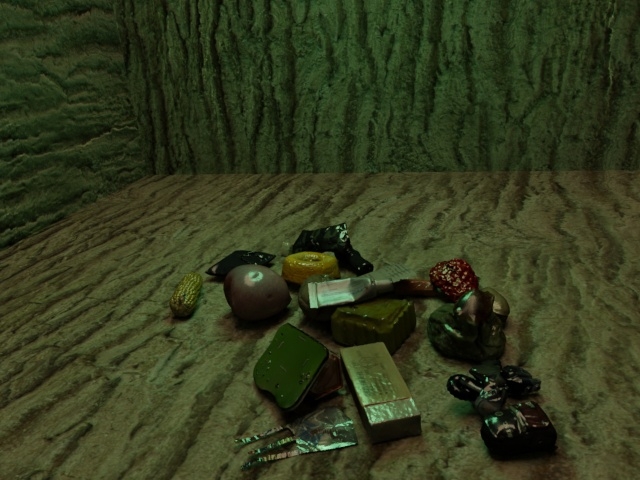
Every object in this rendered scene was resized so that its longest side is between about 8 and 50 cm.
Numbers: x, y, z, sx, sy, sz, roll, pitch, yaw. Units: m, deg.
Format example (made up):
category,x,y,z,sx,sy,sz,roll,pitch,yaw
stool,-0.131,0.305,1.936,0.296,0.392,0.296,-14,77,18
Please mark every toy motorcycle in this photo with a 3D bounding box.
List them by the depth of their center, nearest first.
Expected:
category,x,y,z,sx,sy,sz,roll,pitch,yaw
toy motorcycle,0.472,0.393,1.478,0.271,0.106,0.159,-3,23,-24

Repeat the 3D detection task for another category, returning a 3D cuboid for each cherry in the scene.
category,x,y,z,sx,sy,sz,roll,pitch,yaw
cherry,-0.227,0.181,2.028,0.239,0.206,0.239,-14,13,3

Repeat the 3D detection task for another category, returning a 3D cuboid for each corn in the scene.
category,x,y,z,sx,sy,sz,roll,pitch,yaw
corn,-0.523,0.202,2.187,0.106,0.106,0.293,-6,21,-1

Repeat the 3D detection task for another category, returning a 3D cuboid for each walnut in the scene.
category,x,y,z,sx,sy,sz,roll,pitch,yaw
walnut,0.007,0.200,1.992,0.178,0.178,0.230,-7,17,-4

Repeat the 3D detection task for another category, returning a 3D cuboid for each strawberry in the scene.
category,x,y,z,sx,sy,sz,roll,pitch,yaw
strawberry,0.510,0.138,2.031,0.190,0.111,0.236,10,24,-19

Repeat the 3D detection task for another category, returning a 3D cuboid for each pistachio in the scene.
category,x,y,z,sx,sy,sz,roll,pitch,yaw
pistachio,0.571,0.221,1.870,0.113,0.113,0.149,-10,24,-12

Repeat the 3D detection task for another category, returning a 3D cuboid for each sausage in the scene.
category,x,y,z,sx,sy,sz,roll,pitch,yaw
sausage,0.361,0.177,2.092,0.169,0.065,0.065,0,22,12

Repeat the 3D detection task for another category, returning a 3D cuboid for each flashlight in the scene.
category,x,y,z,sx,sy,sz,roll,pitch,yaw
flashlight,0.143,0.079,2.350,0.093,0.093,0.232,-16,27,-24

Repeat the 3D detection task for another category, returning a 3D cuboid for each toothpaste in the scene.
category,x,y,z,sx,sy,sz,roll,pitch,yaw
toothpaste,0.101,0.163,1.852,0.283,0.068,0.099,-7,15,1

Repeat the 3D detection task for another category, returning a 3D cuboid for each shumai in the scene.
category,x,y,z,sx,sy,sz,roll,pitch,yaw
shumai,0.449,0.232,1.733,0.225,0.221,0.261,-20,21,-26

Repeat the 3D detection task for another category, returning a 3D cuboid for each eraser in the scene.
category,x,y,z,sx,sy,sz,roll,pitch,yaw
eraser,0.158,0.408,1.546,0.144,0.078,0.343,-9,23,-7

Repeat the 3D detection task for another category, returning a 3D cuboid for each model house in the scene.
category,x,y,z,sx,sy,sz,roll,pitch,yaw
model house,-0.048,0.386,1.619,0.207,0.154,0.294,-58,29,-8

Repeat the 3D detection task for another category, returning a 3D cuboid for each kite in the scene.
category,x,y,z,sx,sy,sz,roll,pitch,yaw
kite,-0.064,0.504,1.447,0.310,0.015,0.169,-8,22,-13

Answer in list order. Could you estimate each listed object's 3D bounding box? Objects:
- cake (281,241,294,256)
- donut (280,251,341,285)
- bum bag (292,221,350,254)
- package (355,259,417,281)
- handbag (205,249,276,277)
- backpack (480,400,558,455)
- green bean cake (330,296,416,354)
category,x,y,z,sx,sy,sz,roll,pitch,yaw
cake,-0.127,0.030,2.582,0.052,0.065,0.121,12,21,32
donut,-0.041,0.119,2.279,0.254,0.118,0.253,3,9,0
bum bag,0.000,0.000,2.423,0.095,0.144,0.340,27,-24,-38
package,0.228,0.138,2.100,0.204,0.062,0.251,-22,4,-9
handbag,-0.338,0.101,2.412,0.211,0.088,0.254,4,20,28
backpack,0.470,0.449,1.332,0.165,0.105,0.120,-6,26,-11
green bean cake,0.176,0.257,1.853,0.236,0.124,0.233,8,25,31
